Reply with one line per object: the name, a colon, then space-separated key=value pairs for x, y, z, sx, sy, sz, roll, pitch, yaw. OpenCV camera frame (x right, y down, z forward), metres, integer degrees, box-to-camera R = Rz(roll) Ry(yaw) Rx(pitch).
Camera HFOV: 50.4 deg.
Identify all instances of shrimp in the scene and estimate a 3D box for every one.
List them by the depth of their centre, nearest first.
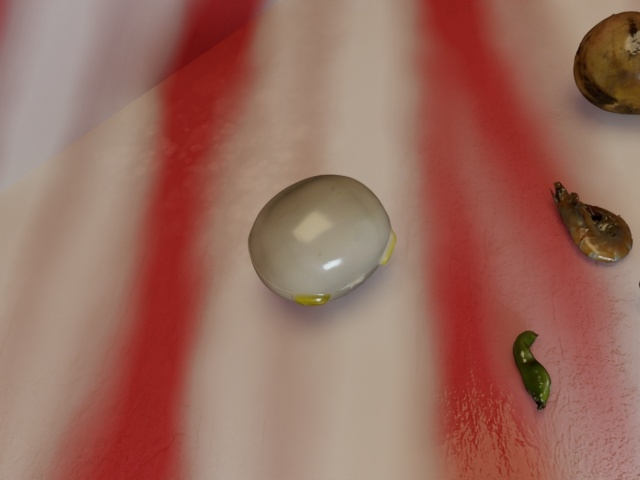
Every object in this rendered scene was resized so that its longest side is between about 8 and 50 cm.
shrimp: x=0.717 y=-0.060 z=1.798 sx=0.152 sy=0.063 sz=0.287 roll=-17 pitch=54 yaw=-3

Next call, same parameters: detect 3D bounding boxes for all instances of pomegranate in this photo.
pomegranate: x=0.893 y=-0.501 z=1.947 sx=0.322 sy=0.322 sz=0.322 roll=-6 pitch=52 yaw=8

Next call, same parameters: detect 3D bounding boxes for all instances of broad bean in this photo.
broad bean: x=0.493 y=0.302 z=1.581 sx=0.070 sy=0.048 sz=0.214 roll=-7 pitch=49 yaw=9

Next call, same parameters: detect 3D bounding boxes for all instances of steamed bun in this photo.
steamed bun: x=0.000 y=-0.003 z=1.763 sx=0.374 sy=0.334 sz=0.334 roll=-32 pitch=53 yaw=-13

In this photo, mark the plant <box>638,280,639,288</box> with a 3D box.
plant: x=0.866 y=0.161 z=1.546 sx=0.146 sy=0.149 sz=0.274 roll=-15 pitch=52 yaw=-19
